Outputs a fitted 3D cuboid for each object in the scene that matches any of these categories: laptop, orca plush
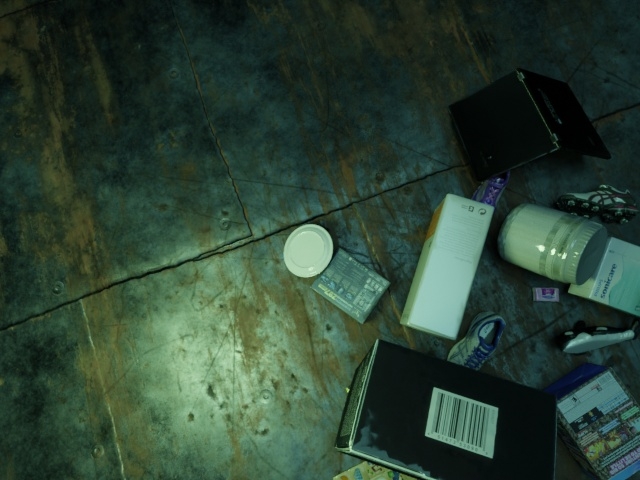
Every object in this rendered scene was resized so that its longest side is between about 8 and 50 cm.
[{"bbox_3d":[0.754,-0.407,1.549,0.409,0.236,0.381,4,60,-23],"label":"laptop"},{"bbox_3d":[0.931,0.303,1.432,0.288,0.151,0.102,-18,48,3],"label":"orca plush"}]

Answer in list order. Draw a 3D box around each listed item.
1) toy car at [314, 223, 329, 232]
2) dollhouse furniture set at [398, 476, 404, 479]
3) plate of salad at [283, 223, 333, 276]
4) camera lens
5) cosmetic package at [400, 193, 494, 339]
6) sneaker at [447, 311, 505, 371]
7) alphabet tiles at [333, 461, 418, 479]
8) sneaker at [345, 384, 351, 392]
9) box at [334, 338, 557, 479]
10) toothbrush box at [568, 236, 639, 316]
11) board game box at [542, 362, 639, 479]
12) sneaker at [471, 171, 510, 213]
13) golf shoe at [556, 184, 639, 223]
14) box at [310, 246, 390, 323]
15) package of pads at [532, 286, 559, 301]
[{"bbox_3d":[0.000,0.000,1.573,0.060,0.040,0.121,6,78,-16],"label":"toy car"},{"bbox_3d":[0.373,0.792,1.241,0.262,0.259,0.135,5,53,31],"label":"dollhouse furniture set"},{"bbox_3d":[-0.043,0.038,1.543,0.200,0.048,0.199,-7,73,22],"label":"plate of salad"},{"bbox_3d":[0.750,0.006,1.390,0.274,0.219,0.219,28,81,46],"label":"camera lens"},{"bbox_3d":[0.423,0.095,1.436,0.162,0.230,0.452,18,81,7],"label":"cosmetic package"},{"bbox_3d":[0.525,0.373,1.431,0.112,0.131,0.296,27,84,6],"label":"sneaker"},{"bbox_3d":[0.206,0.891,1.423,0.343,0.011,0.284,-27,80,-1],"label":"alphabet tiles"},{"bbox_3d":[0.127,0.542,1.476,0.035,0.031,0.083,-45,78,-6],"label":"sneaker"},{"bbox_3d":[0.318,0.537,1.212,0.481,0.471,0.297,17,63,5],"label":"box"},{"bbox_3d":[1.034,0.133,1.408,0.296,0.126,0.216,19,91,-1],"label":"toothbrush box"},{"bbox_3d":[0.897,0.588,1.362,0.232,0.141,0.290,-31,80,-2],"label":"board game box"},{"bbox_3d":[0.625,-0.185,1.533,0.095,0.104,0.236,23,84,6],"label":"sneaker"},{"bbox_3d":[0.988,-0.140,1.516,0.273,0.105,0.120,11,65,0],"label":"golf shoe"},{"bbox_3d":[0.109,0.164,1.529,0.233,0.059,0.183,34,84,8],"label":"box"},{"bbox_3d":[0.798,0.191,1.492,0.084,0.032,0.050,1,82,4],"label":"package of pads"}]
